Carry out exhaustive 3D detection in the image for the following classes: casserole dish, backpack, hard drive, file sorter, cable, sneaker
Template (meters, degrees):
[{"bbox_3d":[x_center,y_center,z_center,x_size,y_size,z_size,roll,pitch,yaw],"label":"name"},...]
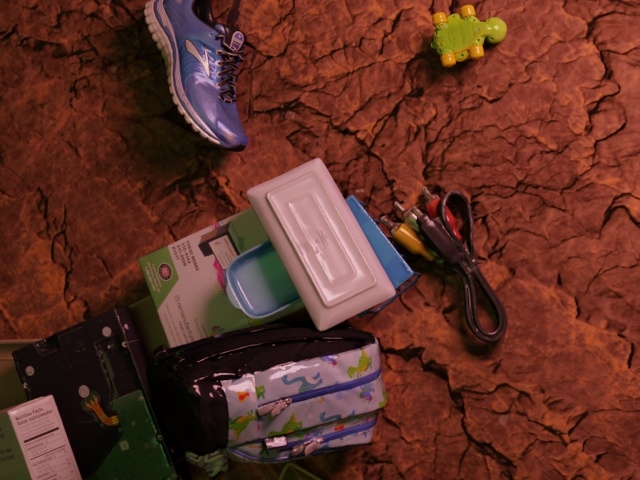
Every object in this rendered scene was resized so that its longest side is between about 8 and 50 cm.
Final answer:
[{"bbox_3d":[-0.067,0.055,1.875,0.188,0.037,0.114,-28,80,-2],"label":"casserole dish"},{"bbox_3d":[-0.067,0.243,1.849,0.355,0.290,0.273,-24,99,-22],"label":"backpack"},{"bbox_3d":[-0.392,0.315,2.033,0.237,0.064,0.339,-24,84,18],"label":"hard drive"},{"bbox_3d":[0.073,0.029,1.924,0.118,0.104,0.170,-40,77,11],"label":"file sorter"},{"bbox_3d":[0.235,0.033,1.913,0.139,0.072,0.287,-36,90,-14],"label":"cable"},{"bbox_3d":[-0.207,0.406,2.023,0.098,0.038,0.069,-11,83,17],"label":"sneaker"},{"bbox_3d":[-0.197,-0.313,2.019,0.147,0.130,0.330,-26,79,17],"label":"sneaker"}]

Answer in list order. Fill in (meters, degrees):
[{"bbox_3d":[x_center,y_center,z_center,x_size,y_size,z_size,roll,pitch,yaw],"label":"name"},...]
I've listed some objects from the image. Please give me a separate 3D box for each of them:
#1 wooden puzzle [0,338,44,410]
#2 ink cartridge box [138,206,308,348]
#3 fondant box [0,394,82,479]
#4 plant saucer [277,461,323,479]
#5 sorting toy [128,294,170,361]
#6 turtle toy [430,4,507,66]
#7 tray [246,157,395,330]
[{"bbox_3d":[-0.541,0.303,2.137,0.221,0.044,0.239,-3,91,17],"label":"wooden puzzle"},{"bbox_3d":[-0.148,0.070,1.984,0.278,0.117,0.201,-24,80,14],"label":"ink cartridge box"},{"bbox_3d":[-0.511,0.457,2.009,0.238,0.096,0.330,-21,87,48],"label":"fondant box"},{"bbox_3d":[-0.011,0.504,1.952,0.188,0.045,0.188,27,95,17],"label":"plant saucer"},{"bbox_3d":[-0.322,0.223,2.076,0.193,0.038,0.208,-27,84,14],"label":"sorting toy"},{"bbox_3d":[0.250,-0.345,1.911,0.130,0.066,0.095,-12,85,16],"label":"turtle toy"},{"bbox_3d":[0.000,0.000,1.845,0.145,0.030,0.270,-26,75,-12],"label":"tray"}]
